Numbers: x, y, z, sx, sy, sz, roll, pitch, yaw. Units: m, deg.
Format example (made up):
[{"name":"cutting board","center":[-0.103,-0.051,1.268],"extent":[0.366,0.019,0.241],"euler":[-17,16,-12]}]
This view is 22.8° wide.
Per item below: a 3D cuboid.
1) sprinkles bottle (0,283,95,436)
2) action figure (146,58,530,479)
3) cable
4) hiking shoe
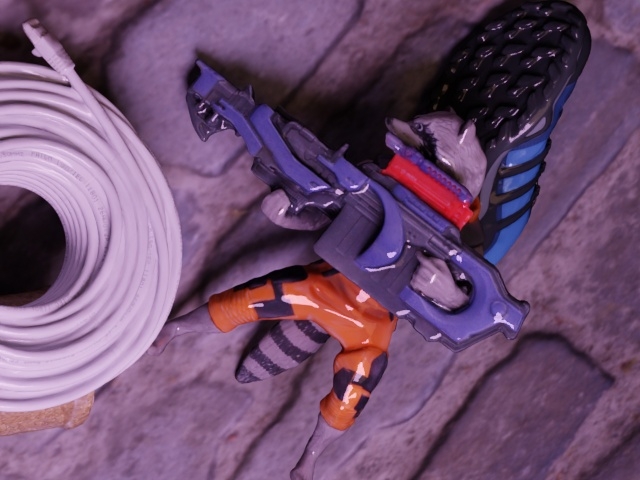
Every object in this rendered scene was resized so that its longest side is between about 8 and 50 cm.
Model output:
[{"name":"sprinkles bottle","center":[-0.356,0.112,1.217],"extent":[0.355,0.121,0.121],"euler":[-7,118,-28]},{"name":"action figure","center":[0.000,0.000,1.354],"extent":[0.330,0.178,0.341],"euler":[-45,86,11]},{"name":"cable","center":[-0.230,-0.002,1.183],"extent":[0.257,0.089,0.257],"euler":[47,65,-15]},{"name":"hiking shoe","center":[0.155,-0.079,1.450],"extent":[0.132,0.113,0.304],"euler":[15,110,-56]}]
